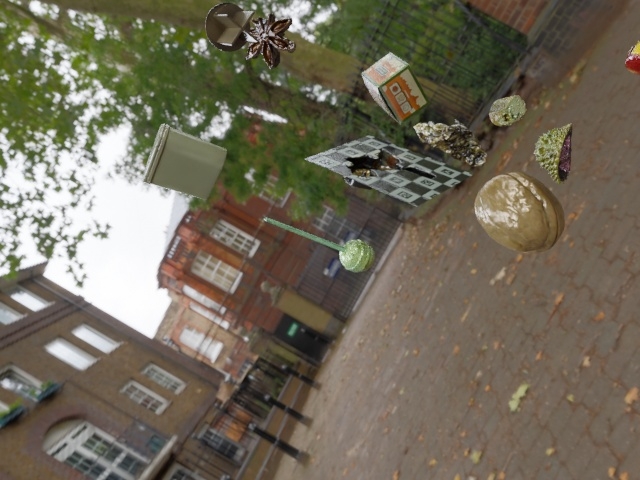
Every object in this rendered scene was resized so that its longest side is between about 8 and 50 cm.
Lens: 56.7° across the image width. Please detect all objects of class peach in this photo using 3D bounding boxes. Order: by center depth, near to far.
[{"bbox_3d":[1.097,-0.604,1.955,0.151,0.151,0.118,-63,39,34],"label":"peach"}]

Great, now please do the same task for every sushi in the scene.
[{"bbox_3d":[0.191,-0.179,1.661,0.343,0.359,0.064,-29,-44,-48],"label":"sushi"}]

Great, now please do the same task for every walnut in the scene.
[{"bbox_3d":[0.695,-0.093,2.065,0.252,0.313,0.277,-46,-22,17],"label":"walnut"}]

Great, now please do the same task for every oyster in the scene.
[{"bbox_3d":[0.430,-0.332,2.005,0.223,0.214,0.083,12,73,53],"label":"oyster"}]

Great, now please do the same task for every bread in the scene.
[{"bbox_3d":[0.437,-0.304,1.401,0.110,0.060,0.066,-143,46,-80],"label":"bread"}]

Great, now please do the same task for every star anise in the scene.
[{"bbox_3d":[-0.187,-0.785,2.327,0.099,0.220,0.214,-56,-28,-51],"label":"star anise"}]

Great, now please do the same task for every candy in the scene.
[{"bbox_3d":[0.000,0.000,1.570,0.092,0.335,0.093,-33,40,52],"label":"candy"}]

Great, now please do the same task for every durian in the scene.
[{"bbox_3d":[0.718,-0.271,1.866,0.119,0.108,0.187,-20,-65,-45],"label":"durian"}]

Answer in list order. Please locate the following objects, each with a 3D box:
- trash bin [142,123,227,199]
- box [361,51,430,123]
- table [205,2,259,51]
[{"bbox_3d":[-0.490,-0.273,2.140,0.243,0.247,0.121,-56,25,35],"label":"trash bin"},{"bbox_3d":[0.271,-0.556,2.174,0.148,0.177,0.195,-36,33,7],"label":"box"},{"bbox_3d":[-0.294,-0.732,2.045,0.167,0.167,0.226,-61,28,7],"label":"table"}]
